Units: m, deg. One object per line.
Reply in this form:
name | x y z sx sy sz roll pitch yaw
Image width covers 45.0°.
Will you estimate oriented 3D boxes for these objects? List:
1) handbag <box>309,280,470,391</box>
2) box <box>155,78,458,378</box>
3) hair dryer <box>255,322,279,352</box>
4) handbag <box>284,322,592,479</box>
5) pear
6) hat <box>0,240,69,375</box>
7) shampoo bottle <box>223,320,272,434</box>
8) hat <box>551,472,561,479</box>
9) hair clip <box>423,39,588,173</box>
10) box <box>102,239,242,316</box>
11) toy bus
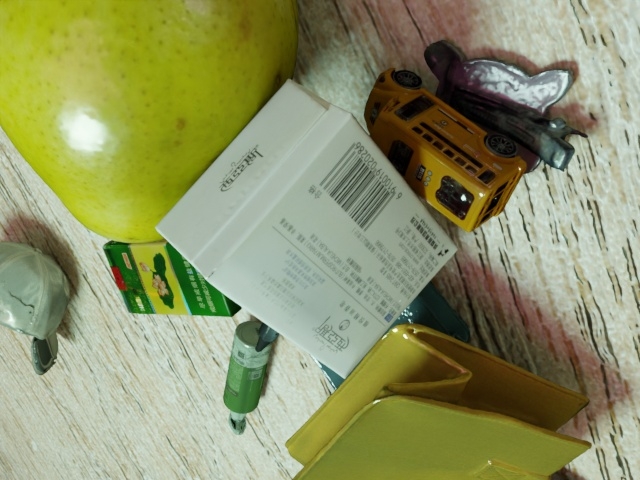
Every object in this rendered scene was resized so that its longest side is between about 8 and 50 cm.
handbag | 0.072 0.122 1.046 0.179 0.062 0.229 51 131 -1
box | -0.002 -0.001 0.821 0.116 0.203 0.274 39 178 43
hair dryer | -0.060 0.078 1.083 0.195 0.050 0.173 -44 61 45
handbag | 0.129 0.276 1.009 0.283 0.133 0.401 22 137 -10
pear | -0.197 -0.216 0.846 0.362 0.362 0.418 5 111 32
hat | -0.531 0.112 1.396 0.232 0.161 0.275 41 155 22
shampoo bottle | -0.120 0.223 1.232 0.065 0.065 0.204 28 128 18
hat | 0.309 0.326 1.028 0.087 0.042 0.058 13 134 -14
hair clip | 0.194 -0.126 0.837 0.187 0.056 0.146 27 129 30
box | -0.241 0.058 1.237 0.235 0.034 0.132 -3 115 35
toy bus | 0.116 -0.099 0.827 0.194 0.088 0.083 40 141 21
